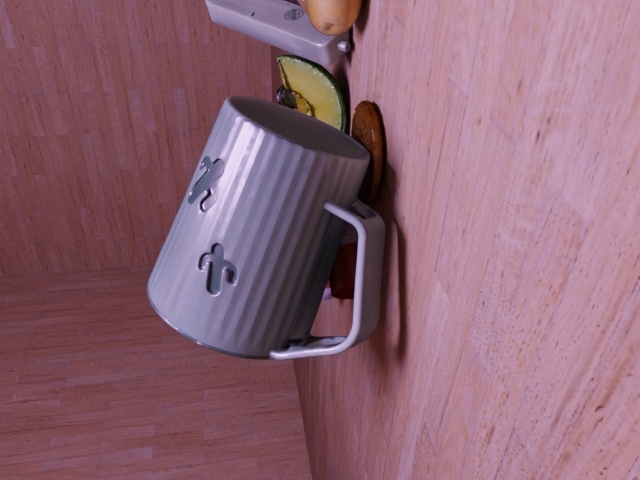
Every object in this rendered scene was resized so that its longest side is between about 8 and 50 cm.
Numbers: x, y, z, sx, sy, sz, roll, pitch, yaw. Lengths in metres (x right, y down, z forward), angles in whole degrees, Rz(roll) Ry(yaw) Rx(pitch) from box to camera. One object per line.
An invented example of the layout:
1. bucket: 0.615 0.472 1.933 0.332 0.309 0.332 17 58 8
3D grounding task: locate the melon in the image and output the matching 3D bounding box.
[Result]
1. melon: -0.004 -0.310 1.294 0.169 0.129 0.265 -83 -19 -61

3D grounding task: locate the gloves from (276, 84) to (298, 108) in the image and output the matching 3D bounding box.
1. gloves: -0.037 -0.389 1.493 0.135 0.107 0.268 56 171 -24

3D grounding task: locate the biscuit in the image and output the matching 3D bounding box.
1. biscuit: 0.086 -0.161 1.046 0.188 0.027 0.188 177 90 -81

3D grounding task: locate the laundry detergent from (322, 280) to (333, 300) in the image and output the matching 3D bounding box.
1. laundry detergent: 0.000 0.000 1.388 0.159 0.087 0.336 25 134 32

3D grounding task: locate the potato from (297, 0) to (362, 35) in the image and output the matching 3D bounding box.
1. potato: 0.008 -0.488 1.045 0.150 0.146 0.234 21 -141 -54

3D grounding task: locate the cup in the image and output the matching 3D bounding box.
1. cup: -0.066 -0.005 1.009 0.310 0.400 0.393 -73 6 -69

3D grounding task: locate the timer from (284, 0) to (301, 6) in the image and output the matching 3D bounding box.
1. timer: -0.077 -0.650 1.338 0.195 0.192 0.195 99 164 -60

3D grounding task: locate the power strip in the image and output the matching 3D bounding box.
1. power strip: -0.089 -0.467 1.226 0.385 0.091 0.062 31 154 28

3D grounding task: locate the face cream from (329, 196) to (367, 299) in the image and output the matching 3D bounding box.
1. face cream: 0.052 0.001 1.126 0.096 0.095 0.214 105 158 -67
